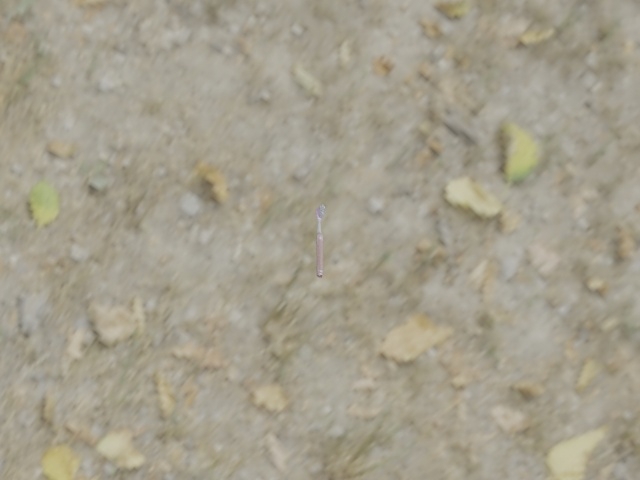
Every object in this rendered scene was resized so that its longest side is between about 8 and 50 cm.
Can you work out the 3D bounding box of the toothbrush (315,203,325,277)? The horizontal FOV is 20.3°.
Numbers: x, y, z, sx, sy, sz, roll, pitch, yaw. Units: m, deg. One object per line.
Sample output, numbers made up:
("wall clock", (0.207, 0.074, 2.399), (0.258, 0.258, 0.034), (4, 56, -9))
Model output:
("toothbrush", (0.000, 0.000, 1.478), (0.006, 0.008, 0.097), (24, 33, -16))
